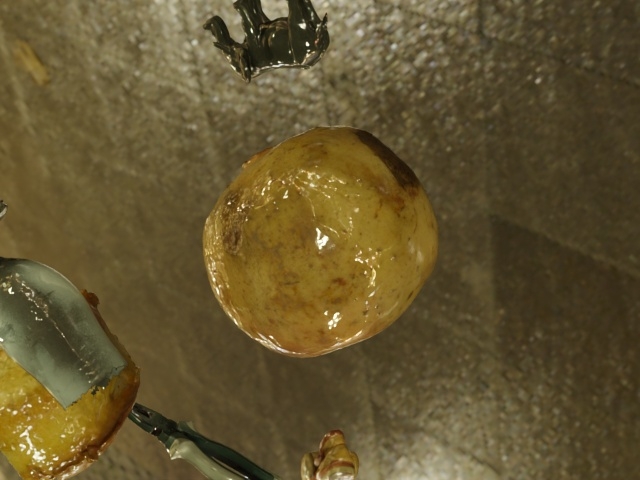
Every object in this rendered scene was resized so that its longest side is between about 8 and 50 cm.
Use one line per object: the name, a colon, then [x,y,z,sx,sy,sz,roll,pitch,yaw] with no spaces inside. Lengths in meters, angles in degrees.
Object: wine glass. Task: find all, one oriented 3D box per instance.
wine glass: [-0.300,0.070,1.256,0.222,0.103,0.103,49,149,5]

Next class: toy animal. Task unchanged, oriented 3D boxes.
toy animal: [-0.092,-0.338,2.007,0.245,0.114,0.146,7,125,45]

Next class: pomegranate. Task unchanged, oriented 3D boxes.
pomegranate: [0.000,0.000,1.443,0.281,0.281,0.281,31,144,26]

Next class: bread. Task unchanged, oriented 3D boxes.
bread: [-0.305,0.159,1.478,0.147,0.260,0.160,-17,124,14]

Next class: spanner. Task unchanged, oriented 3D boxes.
spanner: [-0.214,0.366,2.131,0.325,0.095,0.040,31,112,0]

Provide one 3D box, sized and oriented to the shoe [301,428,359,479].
shoe: [0.013,0.281,1.509,0.109,0.072,0.069,95,168,-62]
